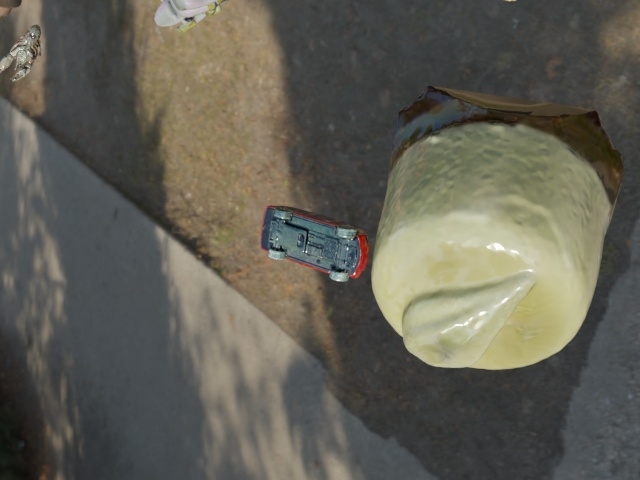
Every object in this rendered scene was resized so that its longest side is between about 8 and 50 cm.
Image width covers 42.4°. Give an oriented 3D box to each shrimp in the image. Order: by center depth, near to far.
[{"bbox_3d":[-0.414,-0.257,1.151,0.092,0.038,0.029,-47,21,5],"label":"shrimp"}]

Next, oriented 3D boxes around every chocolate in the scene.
[{"bbox_3d":[0.221,0.008,1.079,0.297,0.314,0.326,-65,-16,-54],"label":"chocolate"}]

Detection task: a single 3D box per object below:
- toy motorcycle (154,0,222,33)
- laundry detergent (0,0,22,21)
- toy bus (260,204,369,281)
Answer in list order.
[{"bbox_3d":[-0.183,-0.397,1.295,0.225,0.152,0.073,-22,100,41],"label":"toy motorcycle"},{"bbox_3d":[-0.411,-0.372,1.072,0.237,0.076,0.171,-50,15,27],"label":"laundry detergent"},{"bbox_3d":[0.000,0.000,1.284,0.195,0.089,0.081,17,106,35],"label":"toy bus"}]
